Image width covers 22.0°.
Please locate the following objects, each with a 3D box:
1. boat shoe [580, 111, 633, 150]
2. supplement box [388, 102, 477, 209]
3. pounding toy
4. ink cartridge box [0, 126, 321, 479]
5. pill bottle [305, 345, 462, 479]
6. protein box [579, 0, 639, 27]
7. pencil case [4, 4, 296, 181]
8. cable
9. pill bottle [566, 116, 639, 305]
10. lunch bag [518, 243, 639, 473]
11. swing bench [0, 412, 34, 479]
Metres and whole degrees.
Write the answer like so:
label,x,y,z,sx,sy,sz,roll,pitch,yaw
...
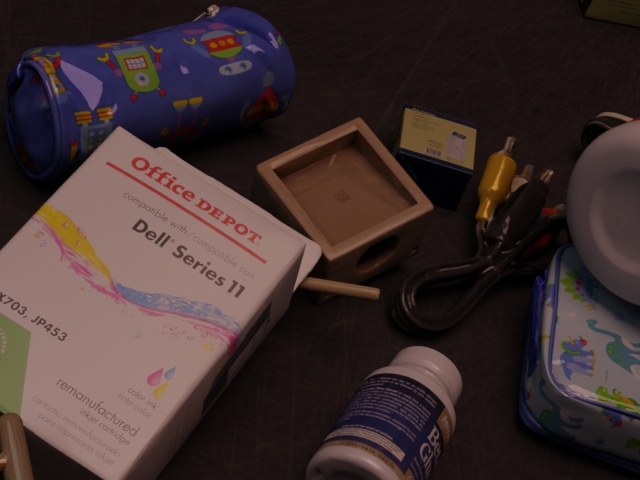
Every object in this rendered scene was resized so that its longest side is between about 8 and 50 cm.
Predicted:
label,x,y,z,sx,sy,sz,roll,pitch,yaw
boat shoe,0.356,-0.050,1.791,0.079,0.084,0.233,-16,58,-34
supplement box,0.117,-0.089,1.750,0.083,0.056,0.083,17,43,-6
pounding toy,0.001,0.009,1.586,0.206,0.094,0.181,-27,65,-25
ink cartridge box,-0.156,0.047,1.402,0.207,0.119,0.353,31,57,9
pill bottle,0.062,0.170,1.443,0.094,0.094,0.169,30,44,7
protein box,0.447,-0.381,2.069,0.200,0.201,0.136,8,45,-15
pencil case,-0.170,-0.155,1.648,0.306,0.119,0.133,-19,81,-36
cable,0.173,0.021,1.685,0.139,0.072,0.287,49,57,-10
pill bottle,0.398,-0.058,1.630,0.323,0.181,0.181,-21,58,-45
lunch bag,0.282,0.111,1.596,0.176,0.090,0.219,18,43,-6
swing bench,-0.233,0.301,1.075,0.165,0.253,0.254,-16,56,-34
